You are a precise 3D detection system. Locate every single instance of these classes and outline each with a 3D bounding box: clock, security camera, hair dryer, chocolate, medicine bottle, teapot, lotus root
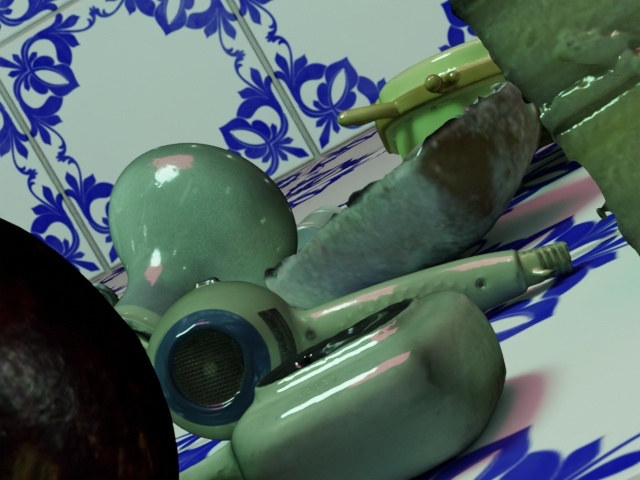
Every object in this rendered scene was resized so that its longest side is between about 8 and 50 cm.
[{"bbox_3d":[0.161,-0.132,1.614,0.308,0.096,0.235,-11,-8,-46],"label":"clock"},{"bbox_3d":[-0.035,0.124,0.961,0.301,0.080,0.157,-30,6,19],"label":"security camera"},{"bbox_3d":[0.003,0.067,1.244,0.298,0.119,0.296,-15,-2,-16],"label":"hair dryer"},{"bbox_3d":[0.078,-0.025,1.453,0.185,0.100,0.303,-43,5,-39],"label":"chocolate"},{"bbox_3d":[0.000,0.000,1.804,0.058,0.058,0.091,-27,7,22],"label":"medicine bottle"},{"bbox_3d":[-0.132,0.037,1.531,0.183,0.183,0.251,-25,28,38],"label":"teapot"},{"bbox_3d":[0.232,-0.163,0.977,0.260,0.267,0.149,-37,1,29],"label":"lotus root"}]

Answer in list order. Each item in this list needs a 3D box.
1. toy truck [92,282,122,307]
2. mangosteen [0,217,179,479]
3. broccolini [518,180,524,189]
[{"bbox_3d":[-0.263,0.136,1.630,0.270,0.135,0.114,-27,3,-20],"label":"toy truck"},{"bbox_3d":[-0.219,0.143,0.803,0.307,0.307,0.347,-28,36,16],"label":"mangosteen"},{"bbox_3d":[0.136,-0.045,1.702,0.042,0.044,0.218,-16,6,-24],"label":"broccolini"}]
